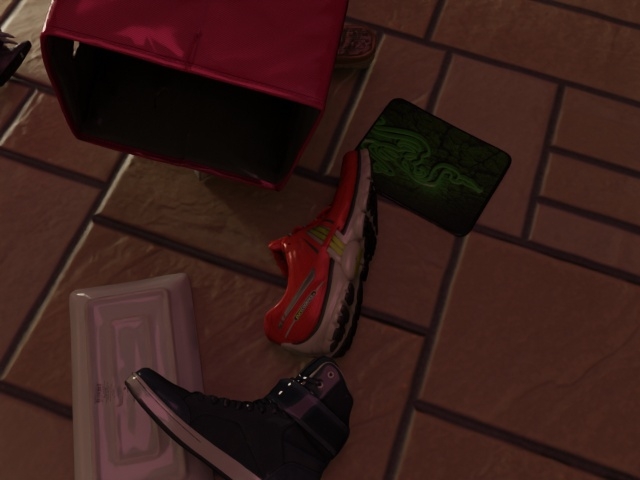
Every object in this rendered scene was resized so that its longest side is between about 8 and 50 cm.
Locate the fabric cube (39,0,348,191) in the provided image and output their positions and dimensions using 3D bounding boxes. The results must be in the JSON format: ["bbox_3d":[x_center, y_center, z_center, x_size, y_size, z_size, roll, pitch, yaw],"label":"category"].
[{"bbox_3d":[-0.117,-0.235,0.746,0.258,0.254,0.258,14,75,-9],"label":"fabric cube"}]

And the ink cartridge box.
[{"bbox_3d":[-0.149,-0.196,0.905,0.139,0.082,0.191,-33,86,-18],"label":"ink cartridge box"}]

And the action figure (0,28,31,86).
[{"bbox_3d":[-0.545,-0.309,0.932,0.285,0.185,0.099,32,89,-3],"label":"action figure"}]

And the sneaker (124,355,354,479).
[{"bbox_3d":[-0.071,0.162,0.721,0.226,0.086,0.163,41,73,-10],"label":"sneaker"}]

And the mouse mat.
[{"bbox_3d":[0.144,-0.102,0.936,0.189,0.007,0.153,29,66,13],"label":"mouse mat"}]

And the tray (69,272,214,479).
[{"bbox_3d":[-0.204,0.163,0.774,0.145,0.030,0.271,-9,64,-6],"label":"tray"}]

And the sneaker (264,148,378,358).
[{"bbox_3d":[0.000,0.000,0.828,0.118,0.107,0.279,8,60,14],"label":"sneaker"}]

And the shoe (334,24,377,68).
[{"bbox_3d":[-0.029,-0.273,0.995,0.218,0.058,0.077,7,83,6],"label":"shoe"}]
